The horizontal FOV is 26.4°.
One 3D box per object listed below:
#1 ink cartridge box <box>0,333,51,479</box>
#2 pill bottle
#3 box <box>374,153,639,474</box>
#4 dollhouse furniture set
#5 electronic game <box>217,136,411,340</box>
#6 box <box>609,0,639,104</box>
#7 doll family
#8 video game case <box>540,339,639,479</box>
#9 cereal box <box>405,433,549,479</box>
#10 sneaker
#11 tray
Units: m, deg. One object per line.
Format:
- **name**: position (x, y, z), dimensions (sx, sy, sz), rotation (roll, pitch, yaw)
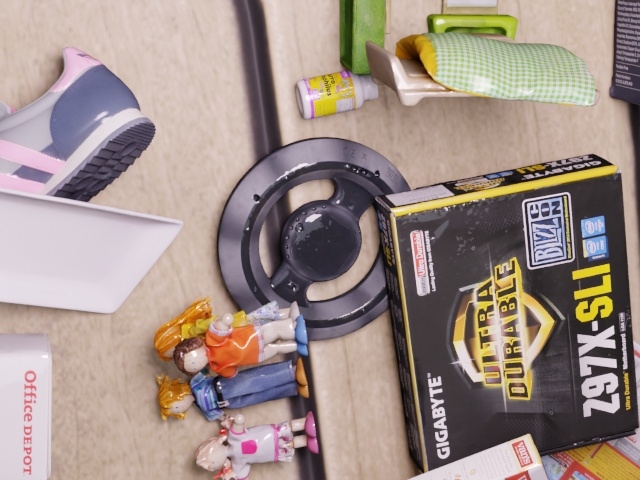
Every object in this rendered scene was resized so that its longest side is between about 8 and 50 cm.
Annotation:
- **ink cartridge box**: position (-0.385, 0.177, 1.429), dimensions (0.203, 0.086, 0.148), rotation (1, 101, -13)
- **pill bottle**: position (0.018, -0.158, 1.461), dimensions (0.083, 0.043, 0.043), rotation (-13, 105, -9)
- **box**: position (0.209, 0.084, 1.501), dimensions (0.257, 0.079, 0.322), rotation (-11, 109, -10)
- **dollhouse furniture set**: position (0.138, -0.228, 1.336), dimensions (0.197, 0.301, 0.151), rotation (-1, 105, -9)
- **electronic game**: position (0.000, 0.000, 1.490), dimensions (0.229, 0.048, 0.229), rotation (-4, 107, -14)
- **box**: position (0.504, -0.304, 1.461), dimensions (0.343, 0.179, 0.313), rotation (-5, 102, -11)
- **doll family**: position (-0.097, 0.144, 1.472), dimensions (0.163, 0.118, 0.263), rotation (-10, 133, -5)
- **video game case**: position (0.318, 0.257, 1.626), dimensions (0.204, 0.025, 0.285), rotation (37, 93, -17)
- **cereal box**: position (0.142, 0.308, 1.521), dimensions (0.240, 0.047, 0.173), rotation (-21, 144, 5)
- **sneaker**: position (-0.324, -0.066, 1.396), dimensions (0.319, 0.112, 0.131), rotation (-36, 77, 3)
- **tray**: position (-0.276, 0.005, 1.364), dimensions (0.270, 0.030, 0.145), rotation (11, 129, -48)
